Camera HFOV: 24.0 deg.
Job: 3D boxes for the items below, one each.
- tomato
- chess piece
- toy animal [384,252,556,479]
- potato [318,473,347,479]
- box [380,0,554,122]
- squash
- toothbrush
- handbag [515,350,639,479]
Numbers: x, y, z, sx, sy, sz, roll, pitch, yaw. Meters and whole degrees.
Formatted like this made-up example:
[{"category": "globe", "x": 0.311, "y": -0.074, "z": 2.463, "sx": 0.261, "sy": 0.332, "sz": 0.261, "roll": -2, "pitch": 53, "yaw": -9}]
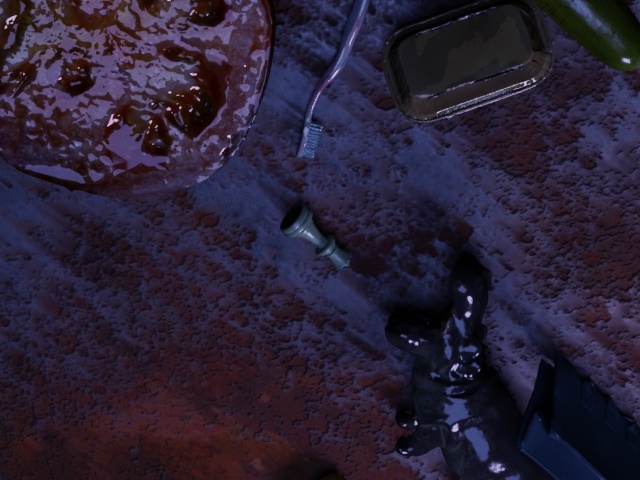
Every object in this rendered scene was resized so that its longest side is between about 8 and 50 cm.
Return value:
[{"category": "tomato", "x": -0.204, "y": -0.213, "z": 1.547, "sx": 0.338, "sy": 0.144, "sz": 0.338, "roll": -1, "pitch": 118, "yaw": -1}, {"category": "chess piece", "x": 0.000, "y": 0.000, "z": 1.705, "sx": 0.093, "sy": 0.042, "sz": 0.042, "roll": 39, "pitch": 114, "yaw": -23}, {"category": "toy animal", "x": 0.160, "y": 0.189, "z": 1.757, "sx": 0.168, "sy": 0.106, "sz": 0.343, "roll": -16, "pitch": 112, "yaw": 13}, {"category": "potato", "x": 0.004, "y": 0.325, "z": 1.873, "sx": 0.051, "sy": 0.040, "sz": 0.083, "roll": 19, "pitch": 114, "yaw": -32}, {"category": "box", "x": 0.152, "y": -0.191, "z": 1.564, "sx": 0.177, "sy": 0.111, "sz": 0.111, "roll": -18, "pitch": 115, "yaw": 8}, {"category": "squash", "x": 0.242, "y": -0.265, "z": 1.531, "sx": 0.252, "sy": 0.066, "sz": 0.066, "roll": 39, "pitch": 113, "yaw": -16}, {"category": "toothbrush", "x": 0.021, "y": -0.204, "z": 1.604, "sx": 0.027, "sy": 0.021, "sz": 0.269, "roll": 11, "pitch": 119, "yaw": -16}, {"category": "handbag", "x": 0.328, "y": 0.244, "z": 1.751, "sx": 0.221, "sy": 0.144, "sz": 0.057, "roll": 42, "pitch": 129, "yaw": -18}]
